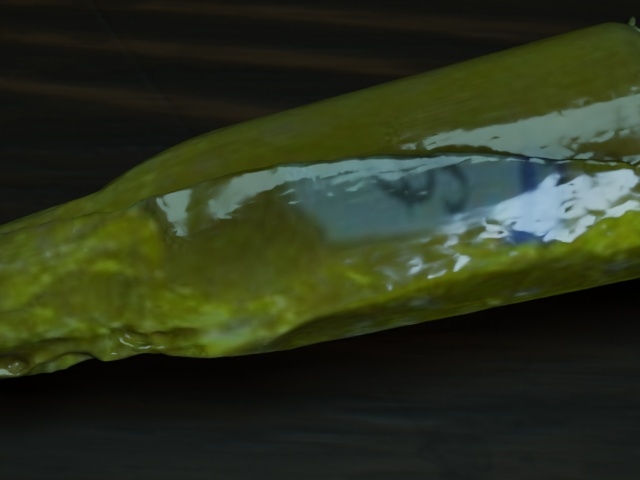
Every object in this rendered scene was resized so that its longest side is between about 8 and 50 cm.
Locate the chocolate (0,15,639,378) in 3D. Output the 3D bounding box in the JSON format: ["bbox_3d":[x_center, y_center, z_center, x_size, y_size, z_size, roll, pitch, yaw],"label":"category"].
[{"bbox_3d":[0.000,0.000,0.768,0.445,0.162,0.162,-15,58,-4],"label":"chocolate"}]
